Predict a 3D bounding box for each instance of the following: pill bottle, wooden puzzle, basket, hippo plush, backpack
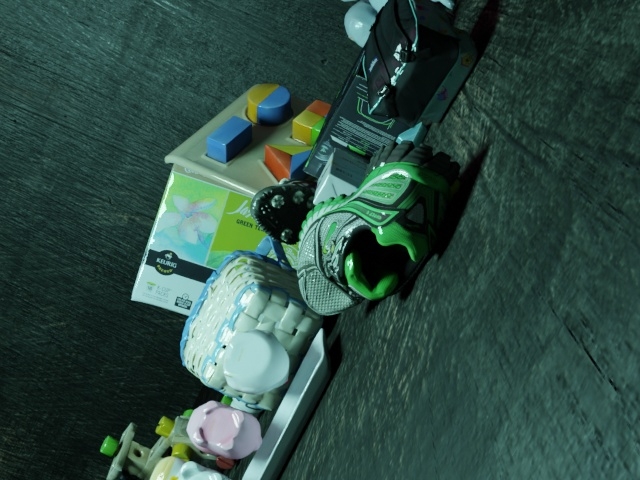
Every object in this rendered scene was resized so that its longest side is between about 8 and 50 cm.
[{"bbox_3d":[-0.120,0.272,2.048,0.120,0.067,0.067,-61,6,24],"label":"pill bottle"},{"bbox_3d":[-0.091,-0.210,2.259,0.322,0.347,0.081,-46,-34,-40],"label":"wooden puzzle"},{"bbox_3d":[-0.117,0.140,1.841,0.255,0.201,0.289,-62,23,9],"label":"basket"},{"bbox_3d":[0.163,-0.512,2.345,0.237,0.294,0.234,83,-155,-56],"label":"hippo plush"},{"bbox_3d":[0.140,-0.277,1.676,0.166,0.144,0.188,-62,29,33],"label":"backpack"}]

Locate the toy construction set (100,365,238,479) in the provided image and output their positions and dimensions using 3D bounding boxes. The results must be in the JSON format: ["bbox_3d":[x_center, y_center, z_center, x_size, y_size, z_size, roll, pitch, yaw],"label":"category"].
[{"bbox_3d":[-0.274,0.372,2.143,0.309,0.237,0.257,-67,6,-29],"label":"toy construction set"}]

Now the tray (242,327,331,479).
[{"bbox_3d":[-0.046,0.264,1.606,0.270,0.030,0.145,-63,5,10],"label":"tray"}]

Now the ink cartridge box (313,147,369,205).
[{"bbox_3d":[0.051,-0.090,1.911,0.062,0.104,0.181,-61,6,19],"label":"ink cartridge box"}]

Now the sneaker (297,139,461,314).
[{"bbox_3d":[0.044,0.014,1.371,0.146,0.134,0.343,-68,8,-31],"label":"sneaker"}]

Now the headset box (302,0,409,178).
[{"bbox_3d":[0.098,-0.250,2.062,0.283,0.131,0.246,-59,7,48],"label":"headset box"}]

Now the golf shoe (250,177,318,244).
[{"bbox_3d":[-0.048,-0.058,1.976,0.272,0.120,0.105,3,-69,-54],"label":"golf shoe"}]

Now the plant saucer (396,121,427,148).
[{"bbox_3d":[0.138,-0.150,1.831,0.067,0.018,0.192,-64,7,-4],"label":"plant saucer"}]

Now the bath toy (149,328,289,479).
[{"bbox_3d":[-0.145,0.296,1.627,0.348,0.151,0.129,-65,-29,-13],"label":"bath toy"}]

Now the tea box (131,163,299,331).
[{"bbox_3d":[-0.197,0.012,2.415,0.220,0.328,0.324,-131,58,-84],"label":"tea box"}]
